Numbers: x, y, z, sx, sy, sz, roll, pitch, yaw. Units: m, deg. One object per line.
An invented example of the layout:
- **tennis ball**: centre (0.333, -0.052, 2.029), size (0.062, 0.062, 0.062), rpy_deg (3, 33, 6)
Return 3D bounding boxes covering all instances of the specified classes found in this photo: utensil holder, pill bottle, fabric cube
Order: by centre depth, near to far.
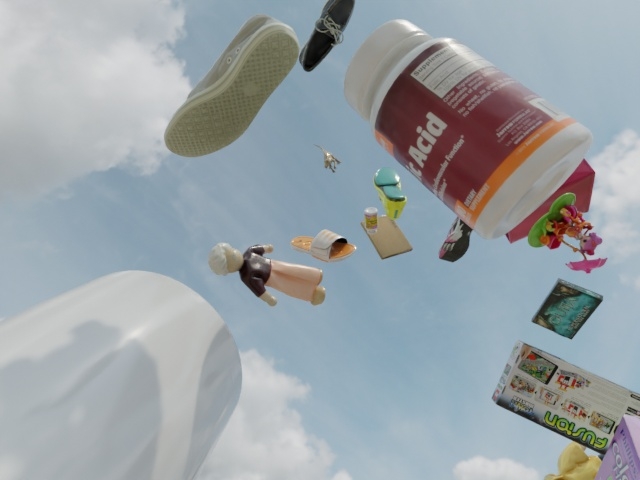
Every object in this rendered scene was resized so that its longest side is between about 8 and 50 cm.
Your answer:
- **utensil holder**: centre (-0.302, 0.235, 0.460), size (0.328, 0.385, 0.327), rpy_deg (3, -73, 11)
- **pill bottle**: centre (0.232, -0.209, 0.734), size (0.224, 0.392, 0.224), rpy_deg (-32, -26, -18)
- **pill bottle**: centre (0.163, -0.061, 1.318), size (0.043, 0.043, 0.083), rpy_deg (-6, -56, 4)
- **fabric cube**: centre (0.675, -0.189, 1.337), size (0.258, 0.259, 0.254), rpy_deg (-26, -35, 16)

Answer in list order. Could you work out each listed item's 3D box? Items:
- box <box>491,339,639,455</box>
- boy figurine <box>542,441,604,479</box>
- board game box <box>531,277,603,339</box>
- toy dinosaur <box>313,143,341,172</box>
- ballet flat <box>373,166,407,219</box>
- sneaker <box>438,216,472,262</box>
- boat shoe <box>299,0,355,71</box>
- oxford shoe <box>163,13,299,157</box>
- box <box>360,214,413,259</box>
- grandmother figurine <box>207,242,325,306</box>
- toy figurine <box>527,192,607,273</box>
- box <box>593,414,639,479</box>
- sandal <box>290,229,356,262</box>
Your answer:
- **box**: centre (0.405, 0.260, 0.675), size (0.207, 0.036, 0.114), rpy_deg (24, -89, 10)
- **boy figurine**: centre (0.624, 0.548, 0.949), size (0.285, 0.177, 0.092), rpy_deg (-12, -24, -2)
- **board game box**: centre (0.749, 0.212, 1.264), size (0.126, 0.026, 0.186), rpy_deg (24, -48, 20)
- **toy dinosaur**: centre (0.029, -0.311, 1.535), size (0.053, 0.183, 0.092), rpy_deg (-35, -54, 13)
- **ballet flat**: centre (0.188, -0.129, 1.141), size (0.077, 0.231, 0.077), rpy_deg (-1, -59, 0)
- **sneaker**: centre (0.411, -0.015, 1.224), size (0.072, 0.077, 0.178), rpy_deg (32, -83, 1)
- **boat shoe**: centre (0.019, -0.619, 1.226), size (0.095, 0.079, 0.254), rpy_deg (27, -54, -30)
- **oxford shoe**: centre (-0.232, -0.375, 1.036), size (0.449, 0.130, 0.169), rpy_deg (-38, -34, 26)
- **box**: centre (0.288, -0.019, 1.808), size (0.164, 0.201, 0.021), rpy_deg (-15, -29, -25)
- **grandmother figurine**: centre (-0.153, 0.084, 1.168), size (0.342, 0.208, 0.104), rpy_deg (19, -58, -27)
- **toy figurine**: centre (0.620, -0.002, 0.999), size (0.130, 0.159, 0.173), rpy_deg (-9, -48, -19)
- **box**: centre (0.463, 0.346, 0.486), size (0.214, 0.117, 0.243), rpy_deg (4, -58, 17)
- **sandal**: centre (-0.007, 0.006, 1.369), size (0.265, 0.102, 0.076), rpy_deg (11, -51, 37)
